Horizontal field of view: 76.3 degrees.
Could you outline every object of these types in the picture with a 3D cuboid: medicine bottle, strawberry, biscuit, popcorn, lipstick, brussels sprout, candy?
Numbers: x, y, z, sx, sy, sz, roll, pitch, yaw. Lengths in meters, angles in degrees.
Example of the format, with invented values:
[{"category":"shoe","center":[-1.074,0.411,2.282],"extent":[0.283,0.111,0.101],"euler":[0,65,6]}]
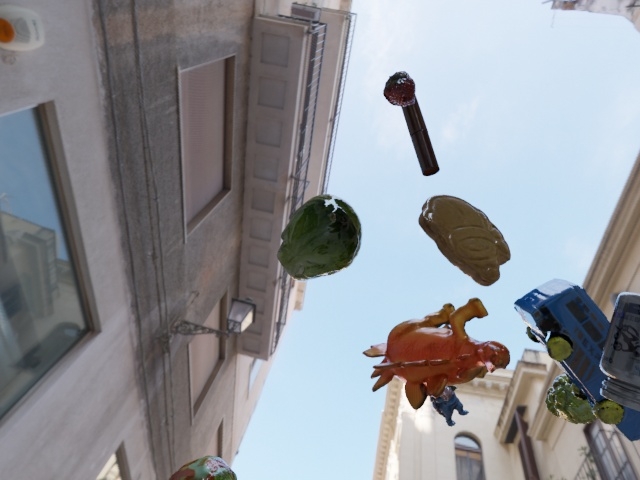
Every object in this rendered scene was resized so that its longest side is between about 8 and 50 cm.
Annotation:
[{"category":"medicine bottle","center":[0.564,0.195,0.717],"extent":[0.107,0.107,0.191],"euler":[16,-91,4]},{"category":"strawberry","center":[0.201,-0.373,1.017],"extent":[0.096,0.083,0.083],"euler":[22,-50,-38]},{"category":"biscuit","center":[0.490,-0.019,1.351],"extent":[0.351,0.312,0.057],"euler":[58,-39,21]},{"category":"popcorn","center":[0.737,0.459,1.183],"extent":[0.135,0.141,0.162],"euler":[40,-52,37]},{"category":"lipstick","center":[0.290,-0.362,1.247],"extent":[0.057,0.356,0.057],"euler":[-10,-21,-4]},{"category":"brussels sprout","center":[0.000,0.000,1.153],"extent":[0.219,0.271,0.210],"euler":[46,-14,9]},{"category":"candy","center":[-0.237,0.339,0.489],"extent":[0.288,0.078,0.084],"euler":[-19,-21,-3]}]

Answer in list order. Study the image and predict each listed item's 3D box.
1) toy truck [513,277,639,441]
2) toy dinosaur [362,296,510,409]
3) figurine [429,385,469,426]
[{"category":"toy truck","center":[0.650,0.282,0.987],"extent":[0.162,0.161,0.385],"euler":[-38,-94,8]},{"category":"toy dinosaur","center":[0.100,0.118,0.428],"extent":[0.117,0.288,0.070],"euler":[-28,-96,-11]},{"category":"figurine","center":[0.319,0.383,1.050],"extent":[0.178,0.114,0.144],"euler":[57,-28,5]}]
